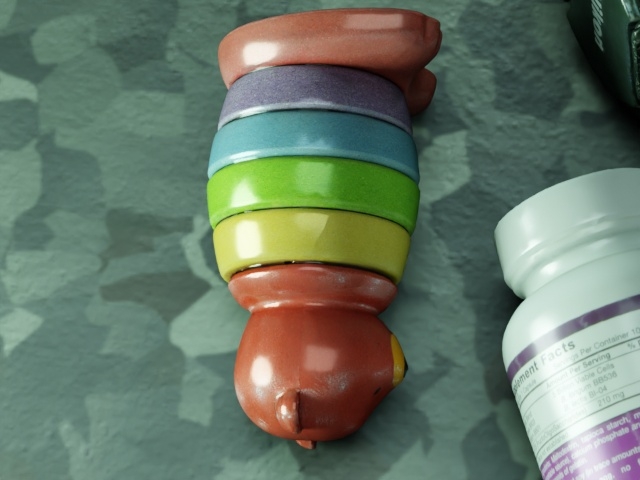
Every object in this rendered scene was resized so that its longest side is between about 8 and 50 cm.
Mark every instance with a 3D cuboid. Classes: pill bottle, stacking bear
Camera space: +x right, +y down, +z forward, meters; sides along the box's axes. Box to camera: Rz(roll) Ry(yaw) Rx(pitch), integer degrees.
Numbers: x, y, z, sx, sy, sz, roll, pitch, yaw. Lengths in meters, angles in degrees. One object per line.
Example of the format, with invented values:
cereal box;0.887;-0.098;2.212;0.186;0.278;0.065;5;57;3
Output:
pill bottle;0.221;0.110;1.323;0.169;0.169;0.301;-16;68;-3
stacking bear;0.000;0.000;1.393;0.164;0.175;0.289;1;75;1

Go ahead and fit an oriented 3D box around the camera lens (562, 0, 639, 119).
camera lens;0.321;-0.215;1.423;0.274;0.219;0.219;-24;68;-7
